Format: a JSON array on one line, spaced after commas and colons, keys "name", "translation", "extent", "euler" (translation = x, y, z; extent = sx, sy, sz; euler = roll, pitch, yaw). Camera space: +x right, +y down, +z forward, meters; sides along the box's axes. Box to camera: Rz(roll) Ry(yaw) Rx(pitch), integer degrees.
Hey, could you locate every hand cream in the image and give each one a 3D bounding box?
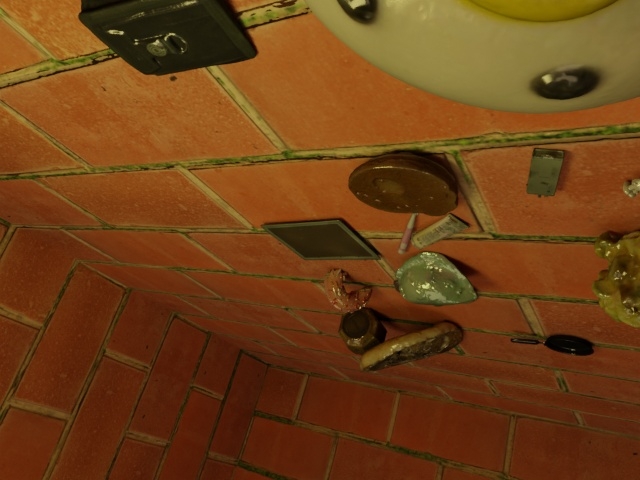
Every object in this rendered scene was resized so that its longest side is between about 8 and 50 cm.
[{"name": "hand cream", "translation": [0.257, -0.021, 1.177], "extent": [0.061, 0.039, 0.143], "euler": [33, 145, -19]}]

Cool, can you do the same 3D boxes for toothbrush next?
[{"name": "toothbrush", "translation": [0.202, -0.023, 1.216], "extent": [0.020, 0.025, 0.286], "euler": [15, 158, 7]}]

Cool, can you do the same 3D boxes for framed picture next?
[{"name": "framed picture", "translation": [0.000, 0.000, 1.427], "extent": [0.274, 0.017, 0.217], "euler": [-1, 152, 37]}]

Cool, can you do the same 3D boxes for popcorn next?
[{"name": "popcorn", "translation": [0.585, 0.064, 0.949], "extent": [0.187, 0.186, 0.167], "euler": [-12, 171, 25]}]

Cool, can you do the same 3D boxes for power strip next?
[{"name": "power strip", "translation": [0.375, -0.109, 0.894], "extent": [0.050, 0.019, 0.136], "euler": [7, 156, 20]}]

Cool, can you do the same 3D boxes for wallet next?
[{"name": "wallet", "translation": [-0.234, -0.320, 0.817], "extent": [0.245, 0.052, 0.168], "euler": [3, 157, 25]}]

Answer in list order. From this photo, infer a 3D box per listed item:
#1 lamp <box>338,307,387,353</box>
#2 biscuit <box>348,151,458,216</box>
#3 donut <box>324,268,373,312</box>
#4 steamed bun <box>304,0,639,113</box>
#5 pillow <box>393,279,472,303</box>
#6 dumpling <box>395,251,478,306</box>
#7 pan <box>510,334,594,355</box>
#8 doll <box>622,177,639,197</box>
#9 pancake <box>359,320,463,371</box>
[{"name": "lamp", "translation": [0.152, 0.328, 1.905], "extent": [0.161, 0.161, 0.185], "euler": [6, 160, 25]}, {"name": "biscuit", "translation": [0.157, -0.109, 1.014], "extent": [0.208, 0.049, 0.181], "euler": [6, 155, 26]}, {"name": "donut", "translation": [0.080, 0.164, 1.625], "extent": [0.166, 0.117, 0.065], "euler": [24, 161, -17]}, {"name": "steamed bun", "translation": [0.139, -0.250, 0.363], "extent": [0.373, 0.334, 0.334], "euler": [23, 158, 0]}, {"name": "pillow", "translation": [0.321, 0.147, 1.507], "extent": [0.232, 0.038, 0.131], "euler": [9, 159, 14]}, {"name": "dumpling", "translation": [0.289, 0.107, 1.348], "extent": [0.216, 0.105, 0.149], "euler": [5, 155, 28]}, {"name": "pan", "translation": [0.706, 0.312, 1.624], "extent": [0.234, 0.028, 0.136], "euler": [6, 155, 19]}, {"name": "doll", "translation": [0.512, -0.089, 0.819], "extent": [0.058, 0.040, 0.085], "euler": [26, 155, 11]}, {"name": "pancake", "translation": [0.312, 0.371, 1.831], "extent": [0.386, 0.082, 0.387], "euler": [-14, 158, -6]}]
